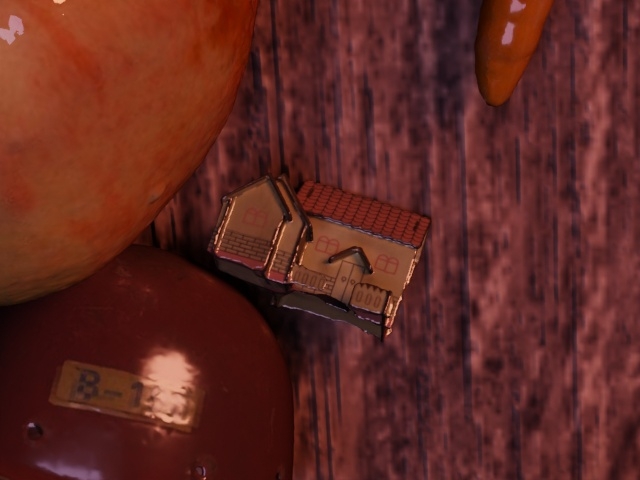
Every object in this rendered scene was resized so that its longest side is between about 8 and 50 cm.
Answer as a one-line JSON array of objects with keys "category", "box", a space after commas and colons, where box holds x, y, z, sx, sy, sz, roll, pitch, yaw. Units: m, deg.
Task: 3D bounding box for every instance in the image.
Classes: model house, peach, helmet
[{"category": "model house", "box": [0.000, 0.000, 0.725, 0.083, 0.057, 0.058, 18, 73, 8]}, {"category": "peach", "box": [-0.136, -0.082, 0.650, 0.232, 0.256, 0.232, 0, 75, -2]}, {"category": "helmet", "box": [-0.071, 0.059, 0.725, 0.175, 0.155, 0.106, 20, 91, 1]}]

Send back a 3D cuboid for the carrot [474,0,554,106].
[{"category": "carrot", "box": [0.102, -0.206, 0.628, 0.069, 0.069, 0.336, 12, 114, 9]}]
